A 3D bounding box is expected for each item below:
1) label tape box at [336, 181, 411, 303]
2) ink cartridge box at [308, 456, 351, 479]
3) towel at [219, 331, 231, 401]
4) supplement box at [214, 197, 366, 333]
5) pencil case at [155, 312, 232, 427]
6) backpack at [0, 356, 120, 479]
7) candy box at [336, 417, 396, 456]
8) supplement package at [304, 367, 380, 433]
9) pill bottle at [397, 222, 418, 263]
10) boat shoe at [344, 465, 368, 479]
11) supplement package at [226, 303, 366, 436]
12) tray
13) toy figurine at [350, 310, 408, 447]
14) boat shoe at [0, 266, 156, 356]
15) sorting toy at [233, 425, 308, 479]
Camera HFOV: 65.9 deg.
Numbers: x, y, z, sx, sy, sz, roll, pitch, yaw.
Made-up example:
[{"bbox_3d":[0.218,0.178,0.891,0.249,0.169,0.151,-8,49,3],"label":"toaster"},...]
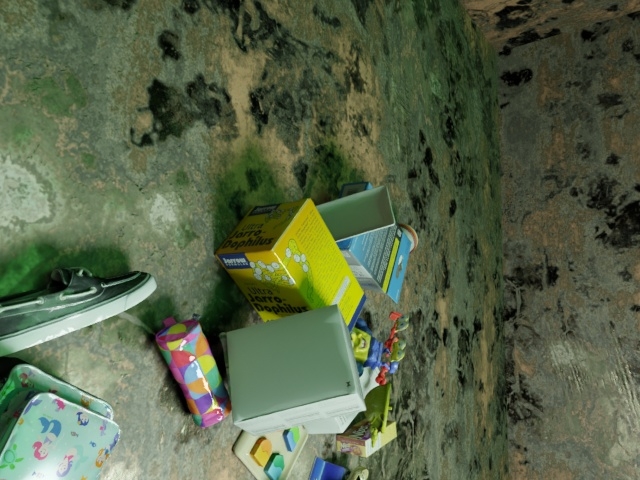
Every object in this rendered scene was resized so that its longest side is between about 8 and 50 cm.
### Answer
[{"bbox_3d":[0.152,0.016,1.531,0.334,0.105,0.241,48,51,-43],"label":"label tape box"},{"bbox_3d":[0.069,0.780,1.466,0.333,0.065,0.166,47,51,-38],"label":"ink cartridge box"},{"bbox_3d":[-0.199,0.294,1.124,0.113,0.023,0.152,64,11,-64],"label":"towel"},{"bbox_3d":[-0.063,0.096,1.260,0.357,0.194,0.195,59,44,-29],"label":"supplement box"},{"bbox_3d":[-0.266,0.277,1.051,0.104,0.104,0.237,-37,116,-48],"label":"pencil case"},{"bbox_3d":[-0.449,0.331,0.735,0.225,0.191,0.254,54,53,-42],"label":"backpack"},{"bbox_3d":[0.146,0.613,1.548,0.186,0.109,0.053,0,86,-52],"label":"candy box"},{"bbox_3d":[0.046,0.413,1.400,0.244,0.133,0.139,-33,99,-49],"label":"supplement package"},{"bbox_3d":[0.248,0.029,1.741,0.221,0.121,0.121,-35,113,-49],"label":"pill bottle"},{"bbox_3d":[0.101,0.701,1.423,0.153,0.048,0.056,0,86,-54],"label":"boat shoe"},{"bbox_3d":[-0.055,0.286,1.087,0.145,0.261,0.204,69,7,-56],"label":"supplement package"},{"bbox_3d":[0.069,-0.056,1.375,0.030,0.270,0.145,58,20,-50],"label":"tray"},{"bbox_3d":[0.088,0.328,1.314,0.363,0.217,0.191,-70,178,-46],"label":"toy figurine"},{"bbox_3d":[-0.429,0.093,0.857,0.301,0.108,0.102,-22,105,-45],"label":"boat shoe"},{"bbox_3d":[-0.115,0.518,1.270,0.208,0.038,0.193,61,43,-29],"label":"sorting toy"}]
